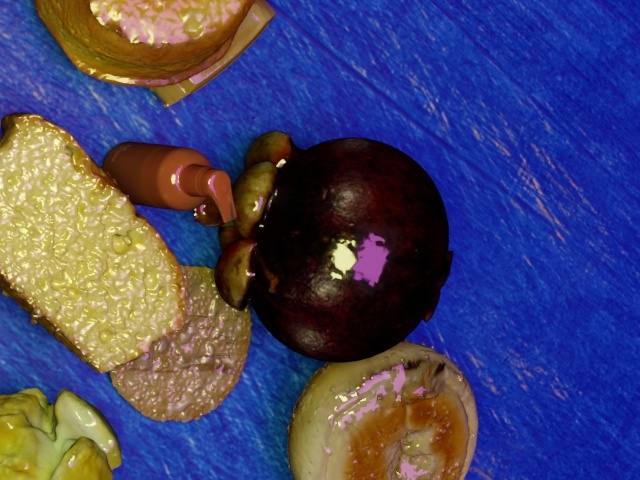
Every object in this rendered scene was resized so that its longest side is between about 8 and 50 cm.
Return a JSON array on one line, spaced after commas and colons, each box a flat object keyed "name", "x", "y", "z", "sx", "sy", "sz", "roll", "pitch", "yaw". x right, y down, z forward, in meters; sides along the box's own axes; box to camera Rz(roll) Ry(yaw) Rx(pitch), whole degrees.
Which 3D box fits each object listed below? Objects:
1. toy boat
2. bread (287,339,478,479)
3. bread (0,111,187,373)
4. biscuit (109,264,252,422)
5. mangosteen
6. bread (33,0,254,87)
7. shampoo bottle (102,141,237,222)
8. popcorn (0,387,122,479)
[{"name": "toy boat", "x": -0.142, "y": -0.250, "z": 1.912, "sx": 0.200, "sy": 0.077, "sz": 0.057, "roll": -45, "pitch": 105, "yaw": -18}, {"name": "bread", "x": 0.083, "y": 0.271, "z": 2.056, "sx": 0.305, "sy": 0.159, "sz": 0.305, "roll": -12, "pitch": 117, "yaw": -24}, {"name": "bread", "x": -0.320, "y": 0.001, "z": 1.760, "sx": 0.194, "sy": 0.179, "sz": 0.340, "roll": -49, "pitch": 121, "yaw": -18}, {"name": "biscuit", "x": -0.186, "y": 0.139, "z": 1.952, "sx": 0.220, "sy": 0.033, "sz": 0.220, "roll": -5, "pitch": 99, "yaw": -32}, {"name": "mangosteen", "x": 0.000, "y": 0.000, "z": 1.919, "sx": 0.347, "sy": 0.307, "sz": 0.307, "roll": 21, "pitch": 82, "yaw": -3}, {"name": "bread", "x": -0.207, "y": -0.343, "z": 1.780, "sx": 0.312, "sy": 0.172, "sz": 0.312, "roll": 1, "pitch": 88, "yaw": -20}, {"name": "shampoo bottle", "x": -0.184, "y": -0.076, "z": 1.801, "sx": 0.085, "sy": 0.244, "sz": 0.085, "roll": -6, "pitch": 101, "yaw": -34}, {"name": "popcorn", "x": -0.338, "y": 0.309, "z": 1.753, "sx": 0.276, "sy": 0.225, "sz": 0.276, "roll": 0, "pitch": 90, "yaw": -72}]
